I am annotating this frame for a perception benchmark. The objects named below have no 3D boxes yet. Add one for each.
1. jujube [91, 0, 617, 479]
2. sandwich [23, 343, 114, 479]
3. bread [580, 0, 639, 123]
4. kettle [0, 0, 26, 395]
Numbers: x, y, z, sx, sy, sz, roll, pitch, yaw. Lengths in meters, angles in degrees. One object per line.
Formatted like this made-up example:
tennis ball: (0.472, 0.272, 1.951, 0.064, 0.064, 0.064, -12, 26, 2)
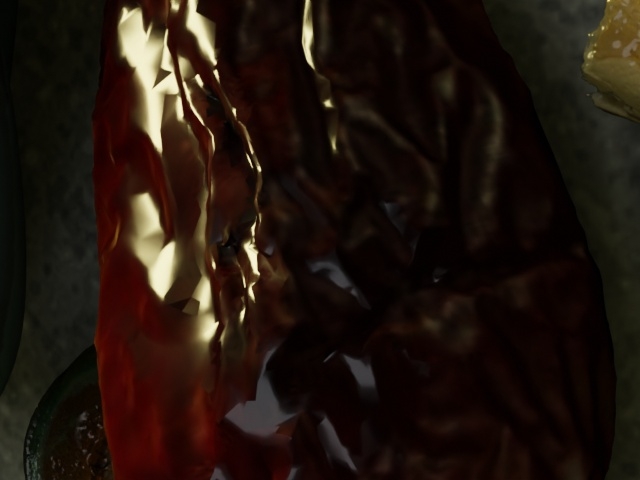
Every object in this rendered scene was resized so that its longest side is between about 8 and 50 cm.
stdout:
jujube: (0.000, 0.000, 0.814, 0.216, 0.216, 0.342, -21, 73, 33)
sandwich: (-0.118, 0.100, 0.986, 0.067, 0.029, 0.135, 35, 110, 30)
bread: (0.169, -0.093, 0.759, 0.106, 0.082, 0.125, 29, 97, 20)
kettle: (-0.251, -0.055, 0.947, 0.319, 0.247, 0.342, 20, 115, 46)
